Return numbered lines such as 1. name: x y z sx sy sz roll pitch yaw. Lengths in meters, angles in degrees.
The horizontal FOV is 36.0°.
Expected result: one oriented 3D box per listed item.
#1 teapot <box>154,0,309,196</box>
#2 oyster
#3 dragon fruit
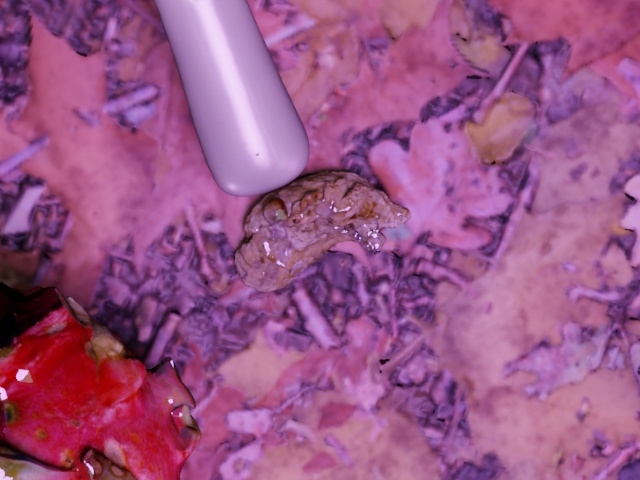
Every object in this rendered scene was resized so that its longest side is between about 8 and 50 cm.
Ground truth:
1. teapot: -0.098 -0.180 0.445 0.220 0.149 0.318 3 97 -11
2. oyster: 0.000 0.000 0.534 0.080 0.038 0.083 28 92 -11
3. dragon fruit: -0.131 0.115 0.468 0.160 0.166 0.172 -39 102 3
